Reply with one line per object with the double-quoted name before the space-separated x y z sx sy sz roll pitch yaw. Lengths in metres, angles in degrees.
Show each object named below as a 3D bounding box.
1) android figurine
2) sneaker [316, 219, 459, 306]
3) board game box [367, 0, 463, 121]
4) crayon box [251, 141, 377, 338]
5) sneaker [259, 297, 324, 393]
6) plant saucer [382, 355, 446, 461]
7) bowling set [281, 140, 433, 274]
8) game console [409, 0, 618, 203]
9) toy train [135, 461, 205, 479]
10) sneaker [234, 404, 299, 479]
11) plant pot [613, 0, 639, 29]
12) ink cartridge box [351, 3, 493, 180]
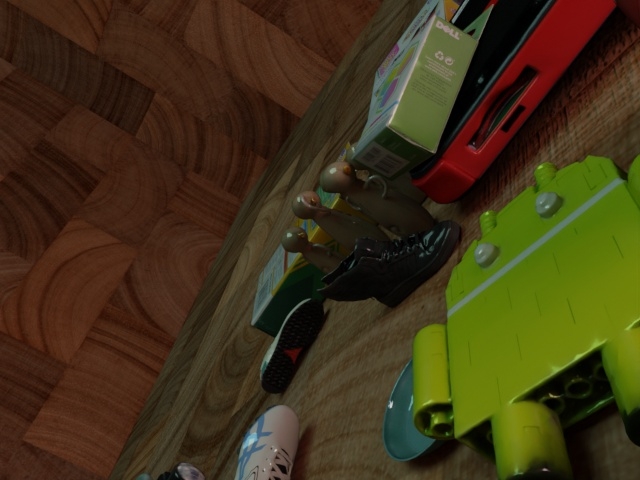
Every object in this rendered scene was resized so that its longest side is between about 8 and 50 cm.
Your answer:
"android figurine" 0.158 0.038 0.434 0.248 0.056 0.272 -45 19 32
"sneaker" 0.077 0.022 0.735 0.170 0.089 0.051 -51 15 35
"board game box" 0.190 -0.347 1.217 0.242 0.064 0.316 -51 15 34
"crayon box" 0.000 0.000 1.108 0.323 0.083 0.203 -56 13 16
"sneaker" -0.053 0.159 0.998 0.161 0.057 0.075 -63 18 -3
"plant saucer" 0.096 0.138 0.546 0.119 0.021 0.119 -55 13 20
"bowling set" 0.053 -0.075 0.907 0.287 0.154 0.199 -38 24 57
"game console" 0.220 -0.254 0.736 0.386 0.060 0.342 -55 13 29
"toy train" -0.258 0.483 0.886 0.333 0.142 0.190 -58 22 5
"sneaker" -0.063 0.291 0.712 0.086 0.085 0.237 -16 33 33
"plant pot" 0.243 -0.177 0.331 0.191 0.191 0.174 -47 23 45
"ink cartridge box" 0.115 -0.181 0.725 0.209 0.062 0.109 -66 12 -18
